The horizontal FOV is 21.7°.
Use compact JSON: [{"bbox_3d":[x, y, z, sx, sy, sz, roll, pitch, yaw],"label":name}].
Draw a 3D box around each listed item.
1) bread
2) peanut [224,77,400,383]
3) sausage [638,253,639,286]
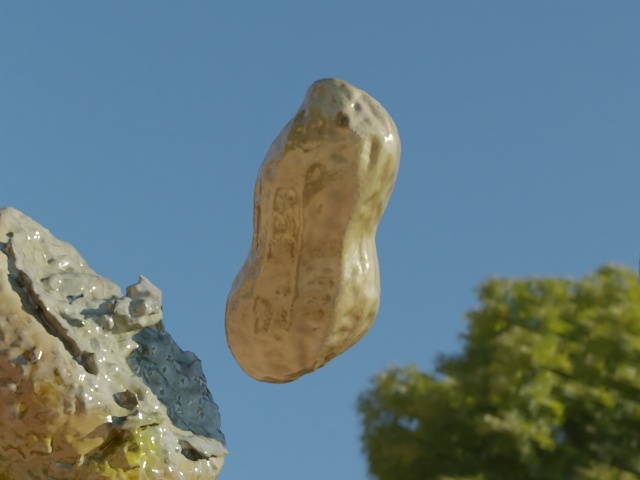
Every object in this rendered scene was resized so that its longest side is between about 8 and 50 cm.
[{"bbox_3d":[-0.171,0.116,0.890,0.195,0.246,0.176,45,8,-28],"label":"bread"},{"bbox_3d":[0.000,0.000,1.321,0.123,0.123,0.257,21,-68,8],"label":"peanut"},{"bbox_3d":[0.262,0.002,1.063,0.113,0.114,0.259,20,-13,9],"label":"sausage"}]
